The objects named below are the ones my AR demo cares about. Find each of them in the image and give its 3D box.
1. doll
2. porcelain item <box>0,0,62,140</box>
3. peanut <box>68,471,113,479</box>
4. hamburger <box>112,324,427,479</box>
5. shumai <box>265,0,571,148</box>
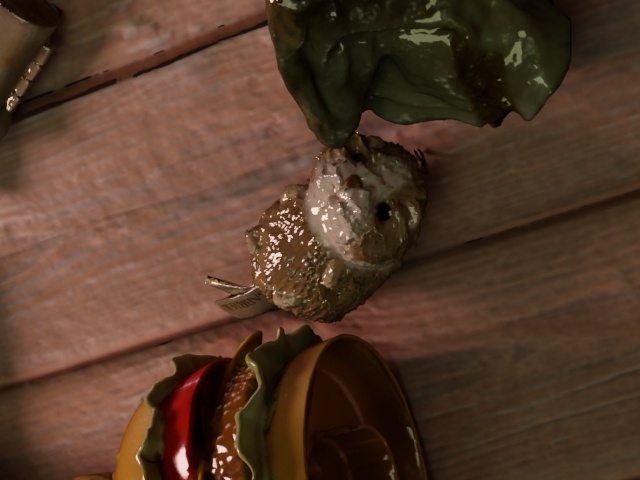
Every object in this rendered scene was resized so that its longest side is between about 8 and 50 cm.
[{"bbox_3d":[0.002,0.007,1.553,0.221,0.115,0.105,-46,70,32],"label":"doll"},{"bbox_3d":[-0.289,-0.115,1.665,0.084,0.054,0.213,36,119,10],"label":"porcelain item"},{"bbox_3d":[-0.155,0.249,1.730,0.192,0.089,0.089,6,112,20],"label":"peanut"},{"bbox_3d":[-0.051,0.213,1.572,0.212,0.274,0.274,-14,104,24],"label":"hamburger"},{"bbox_3d":[0.062,-0.206,1.411,0.203,0.222,0.272,-12,125,10],"label":"shumai"}]
